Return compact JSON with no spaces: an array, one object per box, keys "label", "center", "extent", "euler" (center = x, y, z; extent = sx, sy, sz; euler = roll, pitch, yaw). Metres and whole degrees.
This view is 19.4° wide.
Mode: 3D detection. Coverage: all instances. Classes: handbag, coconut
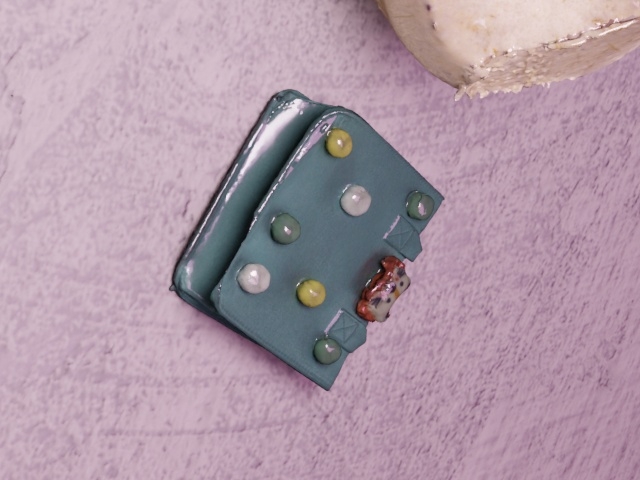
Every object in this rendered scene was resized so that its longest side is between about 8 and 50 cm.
[{"label":"handbag","center":[0.002,0.000,2.015],"extent":[0.274,0.100,0.268],"euler":[39,78,-46]},{"label":"coconut","center":[0.205,-0.325,1.899],"extent":[0.346,0.360,0.346],"euler":[-1,117,-1]}]
